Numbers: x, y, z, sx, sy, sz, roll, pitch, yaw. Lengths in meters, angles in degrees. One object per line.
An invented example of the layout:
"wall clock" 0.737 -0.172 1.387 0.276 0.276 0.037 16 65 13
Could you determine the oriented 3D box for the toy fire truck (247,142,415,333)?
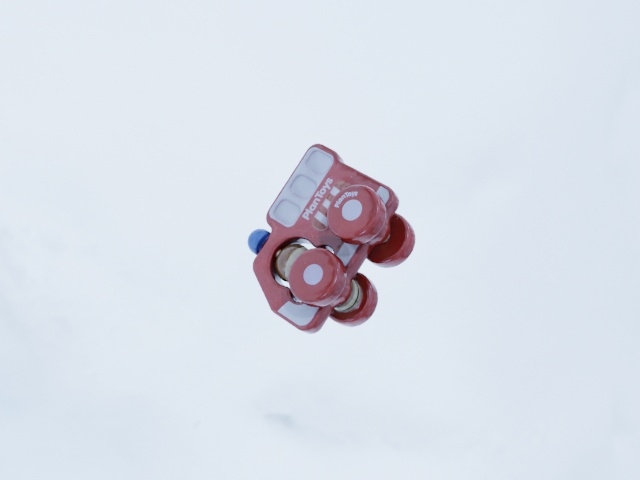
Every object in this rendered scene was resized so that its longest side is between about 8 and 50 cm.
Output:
"toy fire truck" 0.000 0.000 1.701 0.302 0.254 0.169 -57 146 -1
